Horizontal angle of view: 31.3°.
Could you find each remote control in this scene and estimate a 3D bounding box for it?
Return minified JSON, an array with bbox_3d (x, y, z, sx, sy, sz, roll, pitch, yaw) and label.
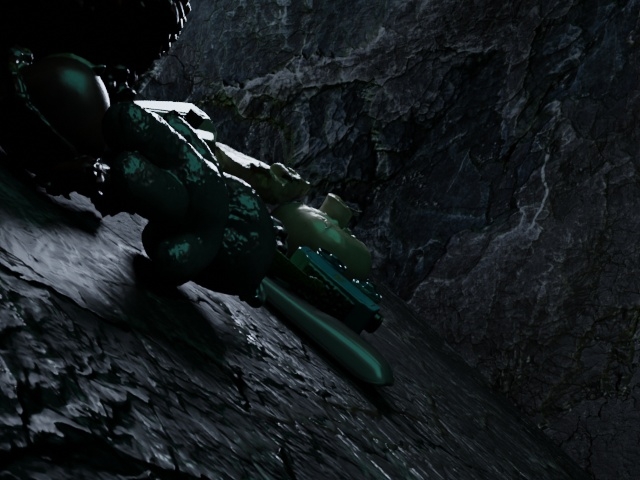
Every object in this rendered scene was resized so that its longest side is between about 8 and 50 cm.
[{"bbox_3d":[-0.004,0.133,1.871,0.313,0.055,0.109,39,4,16],"label":"remote control"}]

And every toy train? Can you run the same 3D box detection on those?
[{"bbox_3d":[0.015,0.099,2.046,0.203,0.112,0.163,37,9,11],"label":"toy train"}]

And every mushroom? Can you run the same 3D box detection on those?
[{"bbox_3d":[0.000,0.000,2.396,0.246,0.202,0.246,30,-4,2],"label":"mushroom"}]

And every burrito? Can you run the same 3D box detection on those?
[{"bbox_3d":[-0.197,-0.151,2.416,0.348,0.107,0.175,19,-3,27],"label":"burrito"}]

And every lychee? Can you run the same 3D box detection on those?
[{"bbox_3d":[-0.410,-0.412,1.869,0.499,0.425,0.424,60,5,3],"label":"lychee"}]

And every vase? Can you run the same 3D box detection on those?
[{"bbox_3d":[-0.323,-0.202,2.162,0.165,0.165,0.360,40,9,14],"label":"vase"}]

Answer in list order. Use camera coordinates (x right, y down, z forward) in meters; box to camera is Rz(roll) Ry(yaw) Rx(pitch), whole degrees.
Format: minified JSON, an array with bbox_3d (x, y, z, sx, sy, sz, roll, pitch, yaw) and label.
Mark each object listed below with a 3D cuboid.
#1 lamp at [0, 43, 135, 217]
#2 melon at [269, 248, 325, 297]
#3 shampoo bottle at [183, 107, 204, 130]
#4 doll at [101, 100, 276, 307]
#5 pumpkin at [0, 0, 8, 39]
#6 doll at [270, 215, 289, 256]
[{"bbox_3d":[-0.331,-0.136,1.449,0.215,0.151,0.223,2,80,-74],"label":"lamp"},{"bbox_3d":[-0.104,0.034,1.976,0.262,0.053,0.114,31,-26,21],"label":"melon"},{"bbox_3d":[-0.260,-0.153,1.960,0.080,0.165,0.040,40,4,11],"label":"shampoo bottle"},{"bbox_3d":[-0.188,-0.043,1.458,0.340,0.158,0.245,30,43,-53],"label":"doll"},{"bbox_3d":[-0.512,-0.322,1.528,0.194,0.150,0.194,50,20,-26],"label":"pumpkin"},{"bbox_3d":[-0.101,0.004,2.169,0.067,0.091,0.219,31,7,-21],"label":"doll"}]
